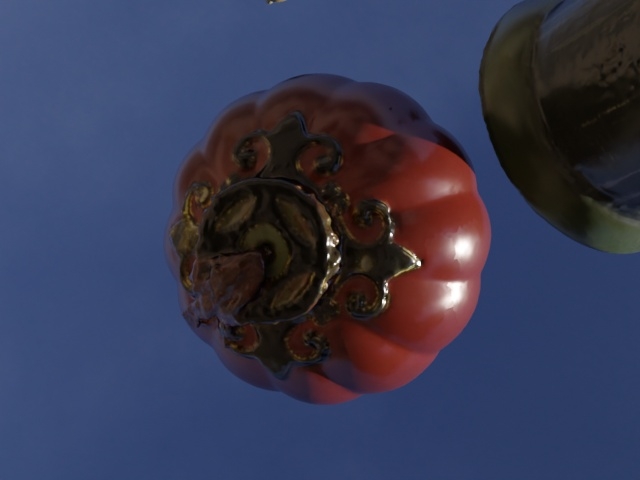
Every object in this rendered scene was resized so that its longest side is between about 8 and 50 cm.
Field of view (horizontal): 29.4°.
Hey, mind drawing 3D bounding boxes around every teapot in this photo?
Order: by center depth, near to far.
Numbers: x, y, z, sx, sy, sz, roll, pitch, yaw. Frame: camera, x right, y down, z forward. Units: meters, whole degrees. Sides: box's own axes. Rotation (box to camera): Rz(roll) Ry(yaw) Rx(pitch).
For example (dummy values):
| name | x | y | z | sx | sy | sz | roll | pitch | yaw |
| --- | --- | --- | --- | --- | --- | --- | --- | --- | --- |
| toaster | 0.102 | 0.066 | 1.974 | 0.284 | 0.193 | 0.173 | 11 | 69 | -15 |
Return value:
| name | x | y | z | sx | sy | sz | roll | pitch | yaw |
| --- | --- | --- | --- | --- | --- | --- | --- | --- | --- |
| teapot | 0.283 | -0.159 | 0.759 | 0.337 | 0.200 | 0.270 | -30 | -138 | 53 |

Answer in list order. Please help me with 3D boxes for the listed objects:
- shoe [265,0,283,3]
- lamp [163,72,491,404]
| name | x | y | z | sx | sy | sz | roll | pitch | yaw |
| --- | --- | --- | --- | --- | --- | --- | --- | --- | --- |
| shoe | -0.059 | -0.297 | 1.261 | 0.072 | 0.109 | 0.069 | 39 | -92 | 26 |
| lamp | 0.000 | 0.000 | 0.822 | 0.227 | 0.227 | 0.226 | -18 | -117 | 39 |
